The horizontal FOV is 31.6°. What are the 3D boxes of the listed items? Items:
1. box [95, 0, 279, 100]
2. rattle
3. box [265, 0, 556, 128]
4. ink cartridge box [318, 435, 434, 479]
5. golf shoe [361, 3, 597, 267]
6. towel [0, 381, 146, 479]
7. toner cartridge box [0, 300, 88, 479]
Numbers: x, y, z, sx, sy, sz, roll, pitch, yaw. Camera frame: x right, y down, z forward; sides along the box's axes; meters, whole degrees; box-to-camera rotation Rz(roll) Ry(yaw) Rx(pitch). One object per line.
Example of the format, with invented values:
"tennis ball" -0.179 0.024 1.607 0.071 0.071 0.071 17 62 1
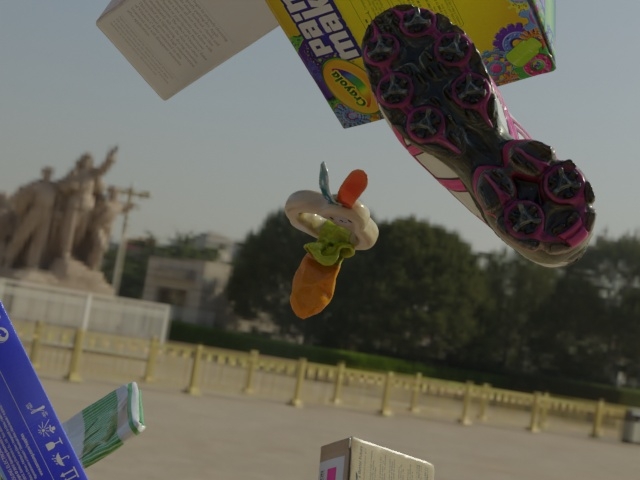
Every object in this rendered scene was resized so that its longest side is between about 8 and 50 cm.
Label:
"box" -0.146 -0.406 1.752 0.345 0.215 0.168 -28 -63 26
"rattle" 0.000 0.000 1.392 0.130 0.143 0.200 42 -15 -3
"box" 0.049 -0.294 0.833 0.177 0.279 0.290 -13 -48 25
"ink cartridge box" 0.087 0.462 1.851 0.193 0.234 0.088 24 -32 -31
"golf shoe" 0.087 -0.057 0.668 0.067 0.186 0.086 -36 -17 -1
"towel" -0.475 0.385 2.096 0.325 0.038 0.248 -29 16 -5
"toner cartridge box" -0.332 0.147 1.154 0.075 0.347 0.165 -26 2 -21
